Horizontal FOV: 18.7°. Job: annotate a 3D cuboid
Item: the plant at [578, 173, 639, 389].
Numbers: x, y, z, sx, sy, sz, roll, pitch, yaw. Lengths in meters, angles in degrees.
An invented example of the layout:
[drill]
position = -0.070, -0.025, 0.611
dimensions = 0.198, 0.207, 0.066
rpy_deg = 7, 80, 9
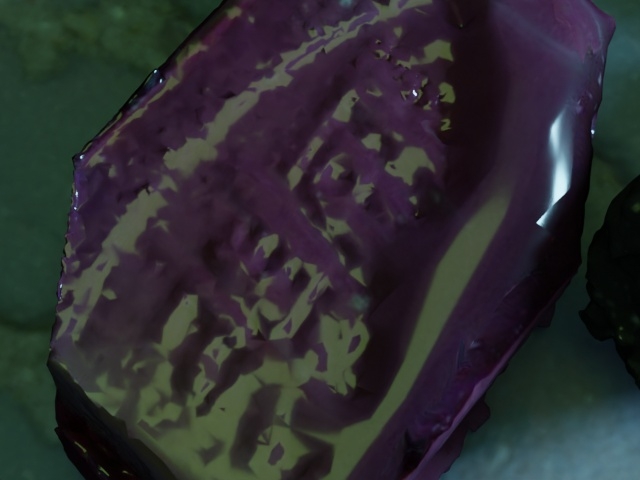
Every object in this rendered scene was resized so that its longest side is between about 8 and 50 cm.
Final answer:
[plant]
position = 0.217, -0.012, 0.889
dimensions = 0.203, 0.131, 0.142
rpy_deg = -30, 64, -22

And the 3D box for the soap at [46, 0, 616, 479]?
[soap]
position = 0.000, 0.000, 0.897
dimensions = 0.220, 0.127, 0.325
rpy_deg = 36, 74, 17
